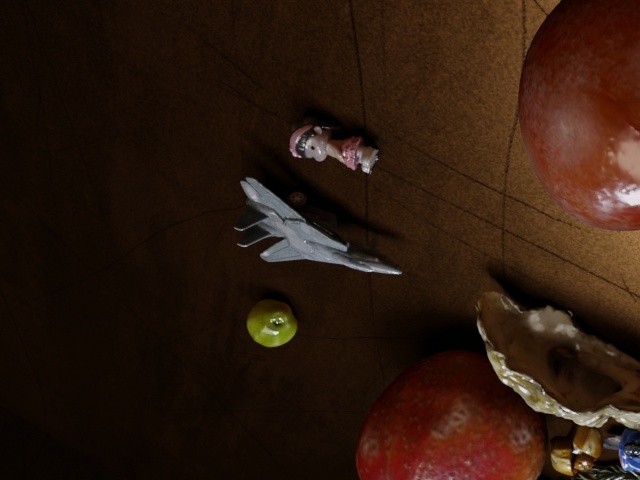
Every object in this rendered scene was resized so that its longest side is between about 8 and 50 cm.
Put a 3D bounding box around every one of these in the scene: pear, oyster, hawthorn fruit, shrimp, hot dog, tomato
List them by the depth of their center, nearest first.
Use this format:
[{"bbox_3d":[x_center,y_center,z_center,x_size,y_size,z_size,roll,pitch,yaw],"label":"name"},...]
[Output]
[{"bbox_3d":[0.308,-0.135,0.919,0.264,0.265,0.265,23,148,16],"label":"tomato"},{"bbox_3d":[0.368,0.194,1.446,0.341,0.166,0.110,19,141,-8],"label":"oyster"},{"bbox_3d":[0.393,0.313,1.554,0.062,0.092,0.235,44,-171,12],"label":"hot dog"},{"bbox_3d":[0.187,0.345,1.609,0.285,0.369,0.285,43,161,19],"label":"hawthorn fruit"},{"bbox_3d":[0.486,0.370,1.659,0.296,0.058,0.169,-15,121,45],"label":"shrimp"},{"bbox_3d":[-0.089,0.148,1.835,0.092,0.092,0.097,30,150,5],"label":"pear"}]

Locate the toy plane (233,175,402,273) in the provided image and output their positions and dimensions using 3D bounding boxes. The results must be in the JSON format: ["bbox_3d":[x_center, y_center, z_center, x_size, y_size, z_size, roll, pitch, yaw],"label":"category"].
[{"bbox_3d":[0.004,-0.009,1.539,0.267,0.088,0.212,14,146,14],"label":"toy plane"}]

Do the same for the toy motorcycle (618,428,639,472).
[{"bbox_3d":[0.504,0.308,1.464,0.205,0.076,0.114,10,169,-25],"label":"toy motorcycle"}]

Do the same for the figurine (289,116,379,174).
[{"bbox_3d":[0.017,-0.128,1.388,0.129,0.054,0.072,17,161,12],"label":"figurine"}]
